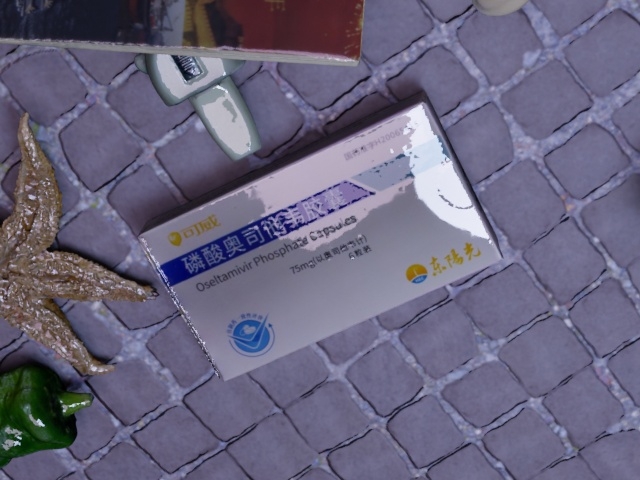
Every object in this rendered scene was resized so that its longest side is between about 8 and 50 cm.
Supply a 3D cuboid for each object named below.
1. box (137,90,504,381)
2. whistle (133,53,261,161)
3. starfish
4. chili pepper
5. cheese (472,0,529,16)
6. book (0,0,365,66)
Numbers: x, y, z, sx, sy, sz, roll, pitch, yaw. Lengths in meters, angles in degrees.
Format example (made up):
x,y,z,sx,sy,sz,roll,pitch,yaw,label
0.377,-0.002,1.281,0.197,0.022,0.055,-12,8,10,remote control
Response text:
x,y,z,sx,sy,sz,roll,pitch,yaw,label
0.000,0.000,1.248,0.343,0.065,0.200,-25,108,12,box
-0.134,-0.193,1.170,0.110,0.092,0.244,-29,104,8,whistle
-0.326,0.027,1.282,0.302,0.060,0.299,35,103,-18,starfish
-0.391,0.217,1.339,0.271,0.099,0.136,-16,104,12,chili pepper
0.150,-0.325,1.060,0.163,0.070,0.248,26,148,12,cheese
-0.138,-0.307,1.106,0.374,0.028,0.262,4,83,2,book
